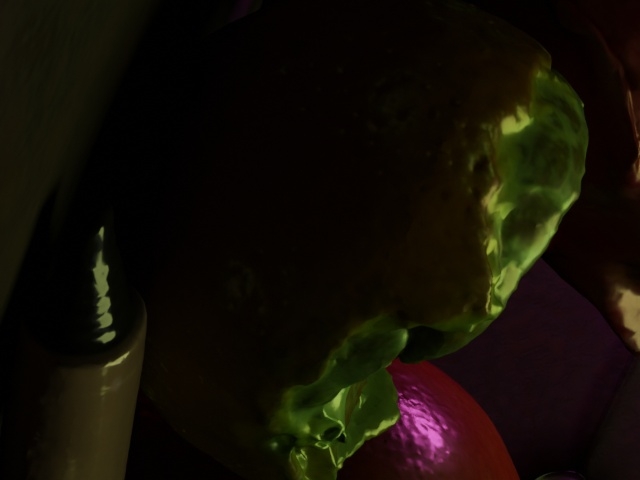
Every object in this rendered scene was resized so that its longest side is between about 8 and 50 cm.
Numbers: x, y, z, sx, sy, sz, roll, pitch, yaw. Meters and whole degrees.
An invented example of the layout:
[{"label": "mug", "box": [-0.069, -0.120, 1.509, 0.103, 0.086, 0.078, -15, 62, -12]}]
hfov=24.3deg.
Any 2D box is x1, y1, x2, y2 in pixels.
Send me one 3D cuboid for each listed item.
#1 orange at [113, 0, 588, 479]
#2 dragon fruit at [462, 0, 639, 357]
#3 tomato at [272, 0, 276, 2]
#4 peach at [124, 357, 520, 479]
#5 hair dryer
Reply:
[{"label": "orange", "box": [-0.006, -0.001, 0.605, 0.237, 0.158, 0.179, 121, -13, -60]}, {"label": "dragon fruit", "box": [0.157, -0.108, 0.728, 0.249, 0.386, 0.371, -26, 158, -8]}, {"label": "tomato", "box": [0.062, -0.191, 0.966, 0.233, 0.140, 0.200, -66, 174, -47]}, {"label": "peach", "box": [-0.028, 0.192, 0.883, 0.332, 0.308, 0.308, -5, 123, -59]}, {"label": "hair dryer", "box": [-0.113, 0.129, 0.571, 0.189, 0.107, 0.344, -64, 169, -52]}]
